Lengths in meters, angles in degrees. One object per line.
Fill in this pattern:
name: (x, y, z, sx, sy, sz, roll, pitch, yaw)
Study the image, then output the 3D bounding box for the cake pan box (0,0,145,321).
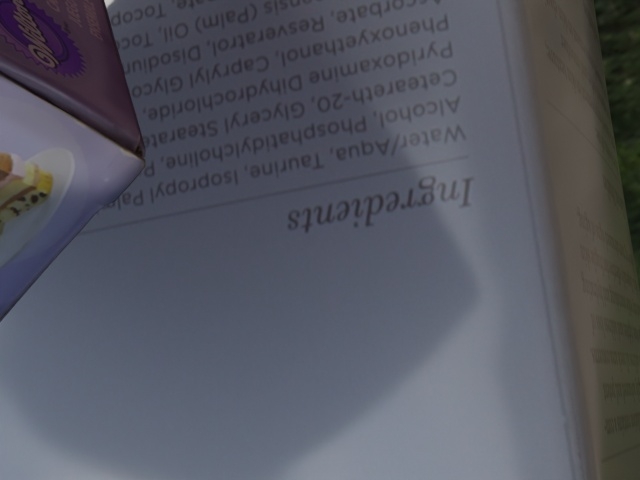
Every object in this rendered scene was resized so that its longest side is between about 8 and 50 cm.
cake pan box: (-0.179, -0.021, 0.444, 0.070, 0.267, 0.246, 31, -155, -34)

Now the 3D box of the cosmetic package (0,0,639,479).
cosmetic package: (0.000, 0.000, 0.744, 0.329, 0.327, 0.394, 18, -117, -69)
